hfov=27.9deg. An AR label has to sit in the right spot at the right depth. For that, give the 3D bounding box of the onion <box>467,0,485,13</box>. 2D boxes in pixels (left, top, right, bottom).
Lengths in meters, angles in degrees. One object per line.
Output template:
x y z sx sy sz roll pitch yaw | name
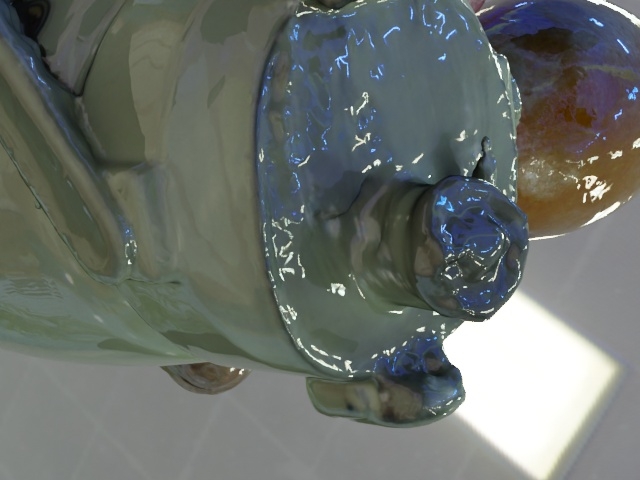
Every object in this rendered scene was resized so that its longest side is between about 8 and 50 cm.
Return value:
-0.035 -0.163 0.801 0.227 0.284 0.120 -22 -117 56 | onion

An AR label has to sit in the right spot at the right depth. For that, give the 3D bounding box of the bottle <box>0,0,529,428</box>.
-0.067 -0.048 0.537 0.352 0.229 0.229 7 -90 52 | bottle

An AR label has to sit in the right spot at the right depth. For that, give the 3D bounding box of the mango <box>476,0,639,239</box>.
0.202 -0.112 1.107 0.221 0.384 0.199 37 -56 39 | mango

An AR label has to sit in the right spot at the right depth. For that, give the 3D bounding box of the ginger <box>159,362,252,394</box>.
0.000 0.000 1.224 0.176 0.375 0.256 64 -6 -17 | ginger
